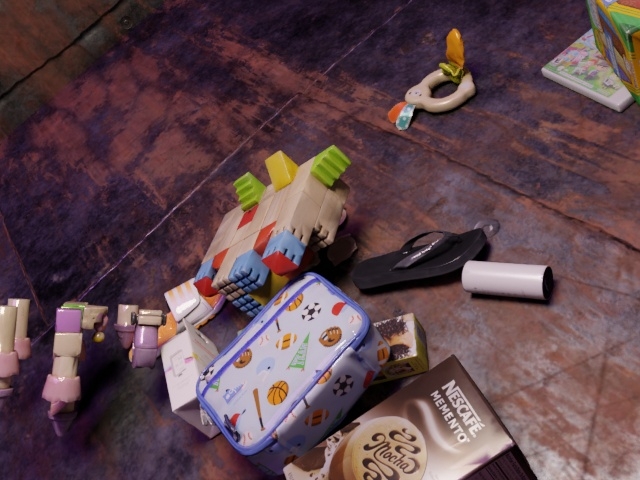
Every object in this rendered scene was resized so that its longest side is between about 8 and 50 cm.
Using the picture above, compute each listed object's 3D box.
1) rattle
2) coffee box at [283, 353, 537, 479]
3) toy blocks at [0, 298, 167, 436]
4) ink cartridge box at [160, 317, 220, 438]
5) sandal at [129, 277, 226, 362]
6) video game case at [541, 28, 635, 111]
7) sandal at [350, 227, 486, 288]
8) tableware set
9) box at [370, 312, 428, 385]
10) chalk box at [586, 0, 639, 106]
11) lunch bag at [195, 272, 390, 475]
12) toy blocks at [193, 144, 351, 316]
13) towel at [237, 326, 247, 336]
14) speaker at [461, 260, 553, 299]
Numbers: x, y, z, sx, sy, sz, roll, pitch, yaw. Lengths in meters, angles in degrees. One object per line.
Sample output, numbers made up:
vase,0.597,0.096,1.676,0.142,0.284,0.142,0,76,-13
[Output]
rattle,0.222,-0.338,1.472,0.199,0.143,0.130,-16,63,14
coffee box,0.118,0.319,0.947,0.297,0.119,0.168,-35,40,3
toy blocks,-0.470,0.254,1.315,0.288,0.309,0.260,173,101,-73
ink cartridge box,-0.227,0.248,1.259,0.067,0.115,0.198,-34,40,5
sandal,-0.306,0.155,1.429,0.265,0.076,0.102,-41,41,-4
video game case,0.569,-0.349,1.320,0.193,0.023,0.212,-38,41,-2
sandal,0.165,0.027,1.211,0.254,0.054,0.097,-18,23,21
tableware set,0.000,0.000,1.401,0.141,0.020,0.169,-27,42,12
box,0.060,0.197,1.148,0.232,0.058,0.087,-20,44,20
chalk box,0.583,-0.405,1.208,0.180,0.179,0.289,-23,44,15
lunch bag,-0.056,0.204,1.097,0.303,0.115,0.243,-44,39,-7
toy blocks,-0.104,0.016,1.287,0.381,0.191,0.261,-28,32,41
towel,-0.099,0.207,1.283,0.113,0.023,0.152,-25,40,10
speaker,0.300,0.063,1.105,0.136,0.055,0.055,3,55,37
